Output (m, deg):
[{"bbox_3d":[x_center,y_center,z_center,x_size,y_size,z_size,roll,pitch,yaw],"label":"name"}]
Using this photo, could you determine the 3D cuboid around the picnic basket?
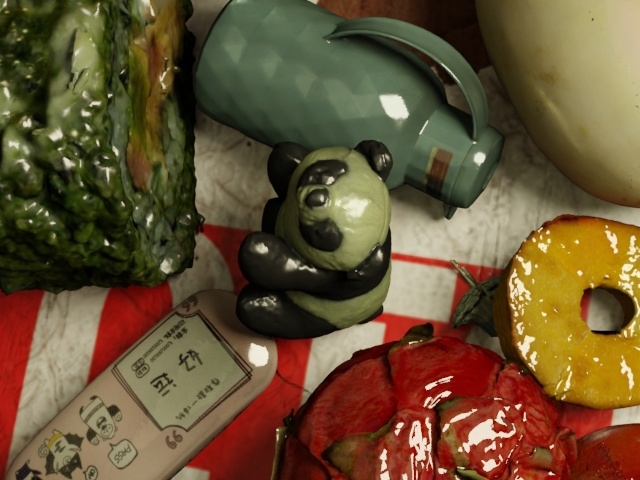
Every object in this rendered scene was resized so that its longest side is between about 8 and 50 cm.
[{"bbox_3d":[0.151,0.051,1.085,0.083,0.065,0.083,-35,92,5],"label":"picnic basket"}]

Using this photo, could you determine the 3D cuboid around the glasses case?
[{"bbox_3d":[-0.175,0.176,1.130,0.314,0.075,0.122,-42,78,3],"label":"glasses case"}]

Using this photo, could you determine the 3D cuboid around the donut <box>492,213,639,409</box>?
[{"bbox_3d":[0.237,0.065,1.033,0.190,0.074,0.174,-11,81,-19],"label":"donut"}]

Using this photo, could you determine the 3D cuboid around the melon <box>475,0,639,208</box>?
[{"bbox_3d":[0.259,-0.182,1.013,0.223,0.223,0.316,-26,74,8],"label":"melon"}]

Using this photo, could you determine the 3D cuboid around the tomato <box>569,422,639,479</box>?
[{"bbox_3d":[0.281,0.253,1.005,0.173,0.099,0.189,-9,81,9],"label":"tomato"}]

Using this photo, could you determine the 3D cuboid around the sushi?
[{"bbox_3d":[-0.225,-0.128,1.078,0.178,0.294,0.351,-3,78,9],"label":"sushi"}]

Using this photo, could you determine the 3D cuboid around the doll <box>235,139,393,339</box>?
[{"bbox_3d":[0.000,0.000,1.045,0.135,0.234,0.143,10,59,4],"label":"doll"}]

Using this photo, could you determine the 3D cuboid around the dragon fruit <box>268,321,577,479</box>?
[{"bbox_3d":[0.072,0.203,0.990,0.299,0.244,0.244,-20,77,29],"label":"dragon fruit"}]

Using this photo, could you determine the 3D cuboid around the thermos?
[{"bbox_3d":[0.035,-0.137,1.086,0.287,0.182,0.145,27,49,15],"label":"thermos"}]
